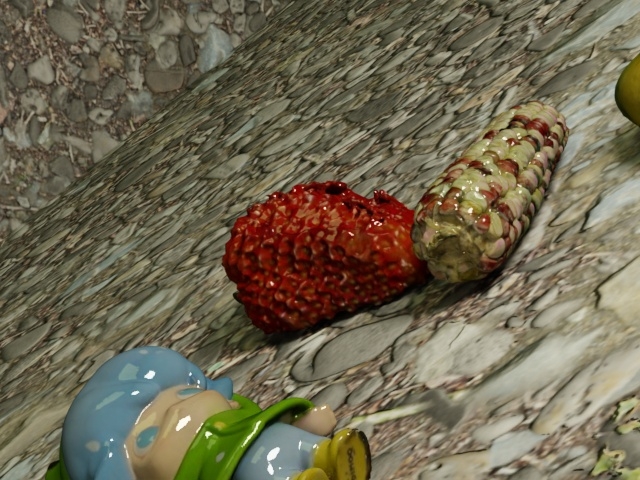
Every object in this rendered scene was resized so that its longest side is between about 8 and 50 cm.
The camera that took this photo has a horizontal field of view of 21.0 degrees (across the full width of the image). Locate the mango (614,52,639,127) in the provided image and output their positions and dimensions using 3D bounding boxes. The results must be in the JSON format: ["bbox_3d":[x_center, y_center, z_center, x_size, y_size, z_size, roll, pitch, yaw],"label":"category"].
[{"bbox_3d":[0.314,-0.136,1.465,0.130,0.092,0.194,-41,8,-19],"label":"mango"}]

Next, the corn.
[{"bbox_3d":[0.154,-0.053,1.510,0.092,0.092,0.280,-23,16,32],"label":"corn"}]

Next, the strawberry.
[{"bbox_3d":[0.000,0.000,1.631,0.188,0.106,0.286,-44,19,-32],"label":"strawberry"}]

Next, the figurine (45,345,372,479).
[{"bbox_3d":[-0.086,0.163,1.262,0.263,0.143,0.162,4,43,40],"label":"figurine"}]
